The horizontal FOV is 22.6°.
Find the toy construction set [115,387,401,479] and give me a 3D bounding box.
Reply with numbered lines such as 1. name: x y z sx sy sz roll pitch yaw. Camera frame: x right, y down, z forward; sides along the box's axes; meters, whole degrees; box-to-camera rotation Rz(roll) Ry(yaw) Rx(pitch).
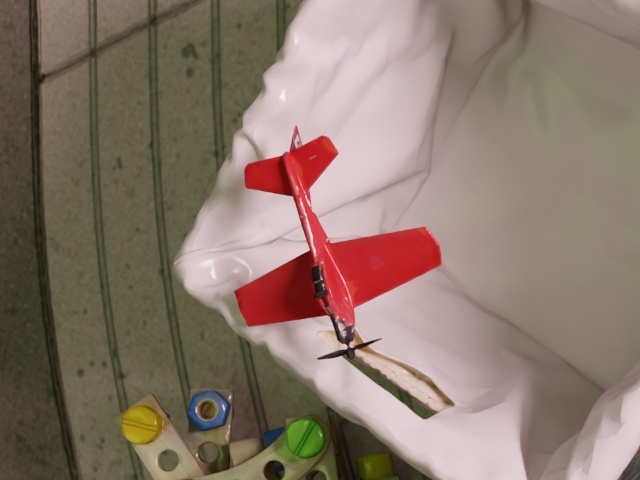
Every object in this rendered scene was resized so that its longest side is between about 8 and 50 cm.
1. toy construction set: -0.027 0.266 1.237 0.215 0.151 0.327 -9 95 3

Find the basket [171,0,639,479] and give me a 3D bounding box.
1. basket: 0.145 -0.033 1.072 0.328 0.266 0.331 34 107 22

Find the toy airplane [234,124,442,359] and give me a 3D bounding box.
1. toy airplane: 0.000 0.000 0.985 0.151 0.028 0.151 1 93 30
